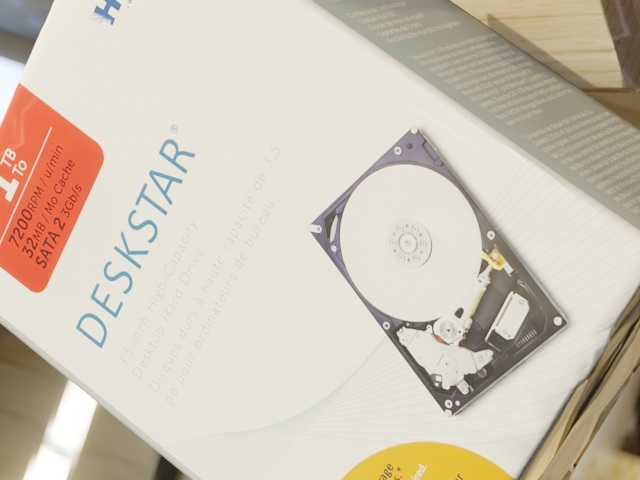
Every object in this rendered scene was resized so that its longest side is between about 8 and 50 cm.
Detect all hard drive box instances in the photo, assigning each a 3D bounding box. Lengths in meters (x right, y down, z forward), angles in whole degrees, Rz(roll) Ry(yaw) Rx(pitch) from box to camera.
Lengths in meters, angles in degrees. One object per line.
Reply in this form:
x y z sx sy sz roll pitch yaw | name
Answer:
0.000 0.000 0.695 0.232 0.181 0.089 36 27 18 | hard drive box

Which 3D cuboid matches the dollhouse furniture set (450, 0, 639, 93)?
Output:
0.085 -0.289 0.782 0.256 0.394 0.362 -34 25 -34 | dollhouse furniture set
